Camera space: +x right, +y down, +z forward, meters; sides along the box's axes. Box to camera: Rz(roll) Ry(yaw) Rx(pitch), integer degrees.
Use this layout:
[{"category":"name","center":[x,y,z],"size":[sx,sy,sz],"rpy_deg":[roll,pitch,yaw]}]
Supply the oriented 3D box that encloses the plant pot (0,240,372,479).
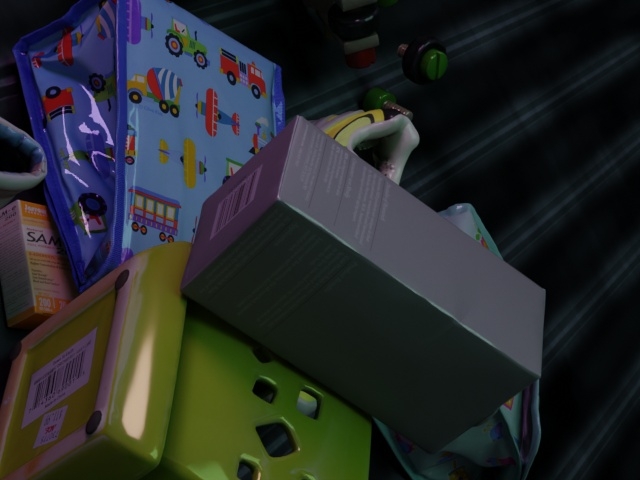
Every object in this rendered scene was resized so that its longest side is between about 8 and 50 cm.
[{"category":"plant pot","center":[-0.113,0.147,1.069],"size":[0.207,0.228,0.227],"rpy_deg":[33,41,-29]}]

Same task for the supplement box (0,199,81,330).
[{"category":"supplement box","center":[-0.225,0.022,1.164],"size":[0.062,0.036,0.098],"rpy_deg":[13,57,-51]}]

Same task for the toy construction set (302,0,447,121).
[{"category":"toy construction set","center":[0.033,-0.342,1.657],"size":[0.237,0.257,0.309],"rpy_deg":[32,-10,39]}]

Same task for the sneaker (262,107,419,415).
[{"category":"sneaker","center":[0.000,0.000,1.394],"size":[0.145,0.147,0.384],"rpy_deg":[44,39,-31]}]

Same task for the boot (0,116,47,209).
[{"category":"boot","center":[-0.319,-0.081,1.023],"size":[0.258,0.123,0.095],"rpy_deg":[22,51,-46]}]

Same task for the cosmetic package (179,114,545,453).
[{"category":"cosmetic package","center":[0.035,0.036,1.031],"size":[0.238,0.127,0.107],"rpy_deg":[34,39,-21]}]

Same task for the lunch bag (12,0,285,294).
[{"category":"lunch bag","center":[-0.123,-0.044,1.235],"size":[0.221,0.138,0.293],"rpy_deg":[25,44,-48]}]

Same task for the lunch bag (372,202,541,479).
[{"category":"lunch bag","center":[0.148,0.133,1.504],"size":[0.262,0.160,0.223],"rpy_deg":[56,28,-32]}]
